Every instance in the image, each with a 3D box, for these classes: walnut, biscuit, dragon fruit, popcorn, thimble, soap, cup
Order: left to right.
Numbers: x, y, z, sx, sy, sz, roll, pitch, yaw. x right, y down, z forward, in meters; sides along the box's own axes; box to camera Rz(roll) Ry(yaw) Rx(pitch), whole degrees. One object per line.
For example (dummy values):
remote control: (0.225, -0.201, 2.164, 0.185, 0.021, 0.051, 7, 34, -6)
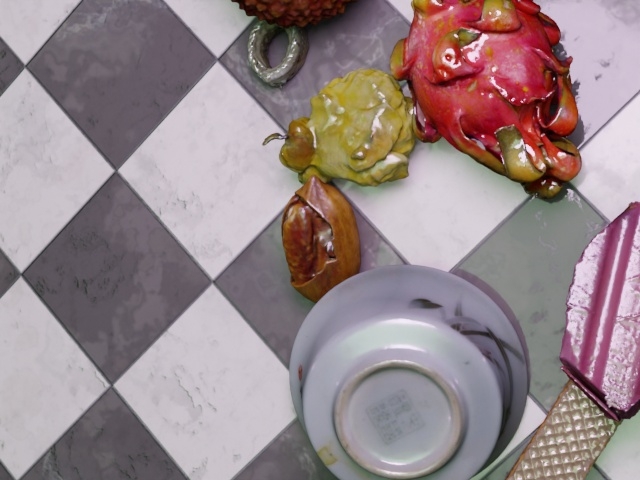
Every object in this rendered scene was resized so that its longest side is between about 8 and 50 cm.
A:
thimble: (-0.065, -0.290, 1.494, 0.084, 0.062, 0.110, 11, 93, 16)
walnut: (0.000, 0.000, 1.433, 0.115, 0.116, 0.207, 4, 118, 17)
popcorn: (0.039, -0.161, 1.416, 0.195, 0.173, 0.168, -2, 102, 22)
cup: (0.115, 0.218, 1.347, 0.347, 0.163, 0.347, 2, 101, 8)
dragon fruit: (0.237, -0.217, 1.318, 0.307, 0.227, 0.243, 28, 103, 13)
biscuit: (0.302, 0.355, 1.383, 0.094, 0.054, 0.379, 33, 99, 15)
soap: (0.415, 0.097, 1.291, 0.182, 0.112, 0.289, 10, 79, 20)

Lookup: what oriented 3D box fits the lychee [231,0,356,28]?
lychee: (-0.042, -0.451, 1.379, 0.275, 0.276, 0.304, 0, 82, 17)
